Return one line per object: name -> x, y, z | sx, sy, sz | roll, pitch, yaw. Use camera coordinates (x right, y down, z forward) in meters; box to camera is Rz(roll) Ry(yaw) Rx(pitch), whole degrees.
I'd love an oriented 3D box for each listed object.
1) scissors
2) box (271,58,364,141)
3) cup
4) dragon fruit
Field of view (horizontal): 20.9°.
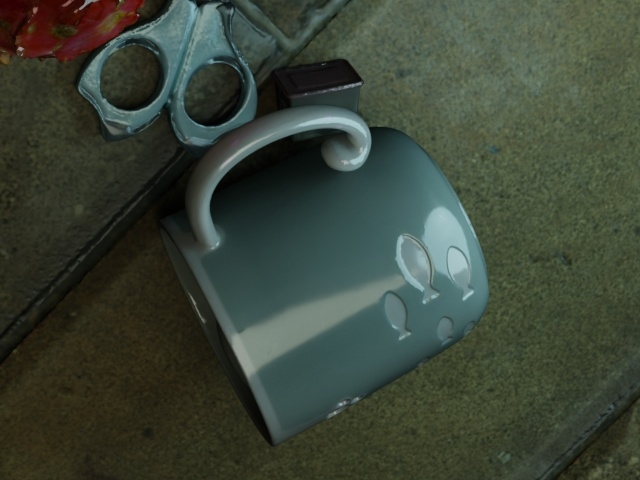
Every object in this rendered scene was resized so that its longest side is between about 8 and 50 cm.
scissors -> -0.114, -0.253, 1.720 | 0.191, 0.029, 0.360 | 12, 111, -23
box -> -0.002, -0.144, 1.800 | 0.085, 0.060, 0.063 | -12, 123, -15
cup -> 0.000, 0.000, 1.742 | 0.274, 0.259, 0.356 | -27, 136, -10
dragon fruit -> -0.270, -0.286, 1.559 | 0.205, 0.210, 0.268 | -36, 103, 19
